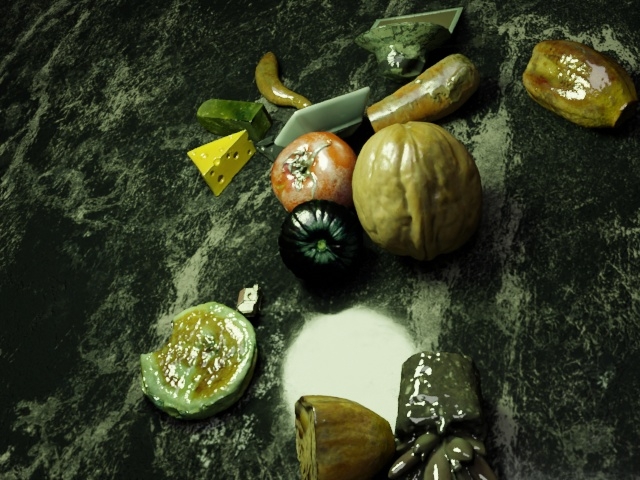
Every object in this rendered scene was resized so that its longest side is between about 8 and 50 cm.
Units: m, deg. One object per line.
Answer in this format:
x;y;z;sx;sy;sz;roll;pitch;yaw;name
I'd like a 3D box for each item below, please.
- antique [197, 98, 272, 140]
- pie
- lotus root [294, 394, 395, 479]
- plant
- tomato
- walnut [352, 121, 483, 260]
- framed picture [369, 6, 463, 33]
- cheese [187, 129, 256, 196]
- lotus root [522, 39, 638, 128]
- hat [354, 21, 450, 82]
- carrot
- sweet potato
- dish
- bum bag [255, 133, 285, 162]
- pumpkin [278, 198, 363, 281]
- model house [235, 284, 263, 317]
-0.257;-0.355;2.298;0.220;0.080;0.081;12;57;31;antique
-0.277;0.273;1.804;0.302;0.067;0.303;-12;50;14;pie
0.045;0.394;1.532;0.179;0.199;0.188;-2;87;-16;lotus root
0.230;0.369;1.439;0.193;0.182;0.321;-4;53;13;plant
0.000;-0.150;1.948;0.231;0.188;0.232;-4;81;28;tomato
0.215;-0.108;1.760;0.277;0.313;0.252;-13;8;-30;walnut
0.267;-0.618;2.289;0.274;0.017;0.217;-1;33;23;framed picture
-0.260;-0.229;2.186;0.171;0.093;0.126;-34;47;-8;cheese
0.630;-0.368;1.885;0.193;0.193;0.291;-37;46;-9;lotus root
0.223;-0.501;2.165;0.265;0.265;0.129;0;85;23;hat
0.272;-0.367;2.054;0.301;0.139;0.139;-29;47;12;carrot
-0.131;-0.466;2.336;0.108;0.079;0.346;-22;50;-12;sweet potato
0.019;-0.299;2.062;0.243;0.182;0.080;-23;81;-27;dish
-0.084;-0.237;2.140;0.123;0.060;0.248;-37;47;-7;bum bag
0.000;0.000;1.833;0.201;0.202;0.140;-23;11;4;pumpkin
-0.175;0.149;1.869;0.058;0.057;0.083;-3;54;15;model house
